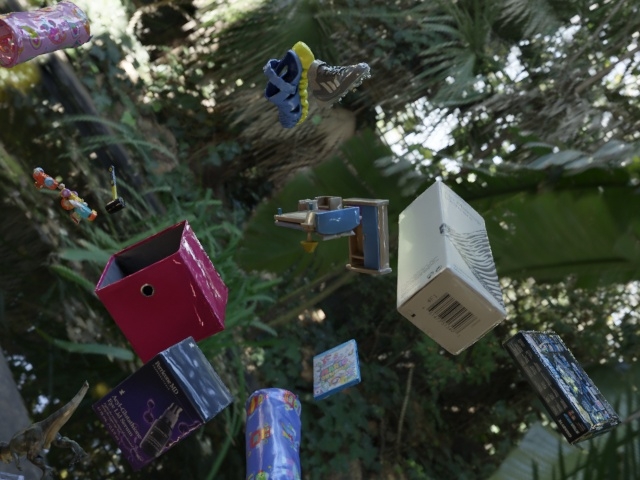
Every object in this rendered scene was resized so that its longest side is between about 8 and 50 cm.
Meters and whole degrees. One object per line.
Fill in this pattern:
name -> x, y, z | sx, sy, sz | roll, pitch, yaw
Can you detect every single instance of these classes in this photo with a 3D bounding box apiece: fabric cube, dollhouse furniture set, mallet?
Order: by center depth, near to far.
dollhouse furniture set -> 0.000, 0.000, 1.717 | 0.286, 0.303, 0.198 | 8, -76, 48
fabric cube -> -0.430, 0.141, 1.790 | 0.259, 0.254, 0.258 | -106, 171, -68
mallet -> -0.691, -0.166, 2.124 | 0.039, 0.062, 0.190 | 48, 13, -55

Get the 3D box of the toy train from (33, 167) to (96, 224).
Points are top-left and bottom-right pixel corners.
toy train -> -0.573, -0.091, 1.427 | 0.166, 0.046, 0.125 | 38, -3, 27

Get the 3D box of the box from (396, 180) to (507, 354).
box -> 0.179, 0.027, 0.916 | 0.113, 0.094, 0.275 | 38, 27, -14

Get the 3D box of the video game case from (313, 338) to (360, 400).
video game case -> 0.037, 0.314, 1.572 | 0.015, 0.119, 0.166 | 59, 11, -21

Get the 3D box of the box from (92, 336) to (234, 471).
box -> -0.292, 0.302, 1.195 | 0.153, 0.207, 0.108 | 53, 23, 6

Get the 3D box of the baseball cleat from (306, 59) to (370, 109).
baseball cleat -> 0.026, -0.352, 1.387 | 0.109, 0.072, 0.206 | 53, -29, -7

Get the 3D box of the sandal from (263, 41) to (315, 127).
sandal -> -0.108, -0.449, 1.909 | 0.126, 0.138, 0.317 | 58, -20, 24

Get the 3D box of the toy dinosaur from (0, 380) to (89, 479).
toy dinosaur -> -0.512, 0.384, 1.207 | 0.118, 0.268, 0.064 | 57, 14, 8

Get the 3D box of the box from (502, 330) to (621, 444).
box -> 0.470, 0.278, 1.249 | 0.175, 0.051, 0.220 | 9, 43, -48

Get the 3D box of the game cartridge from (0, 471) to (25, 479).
game cartridge -> -0.870, 0.598, 1.569 | 0.355, 0.230, 0.068 | 21, 48, -21

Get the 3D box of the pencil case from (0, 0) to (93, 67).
pencil case -> -0.671, -0.490, 1.524 | 0.124, 0.124, 0.284 | 59, 28, -15

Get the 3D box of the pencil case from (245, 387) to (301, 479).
pencil case -> -0.092, 0.442, 1.324 | 0.133, 0.119, 0.306 | 54, 13, -28
